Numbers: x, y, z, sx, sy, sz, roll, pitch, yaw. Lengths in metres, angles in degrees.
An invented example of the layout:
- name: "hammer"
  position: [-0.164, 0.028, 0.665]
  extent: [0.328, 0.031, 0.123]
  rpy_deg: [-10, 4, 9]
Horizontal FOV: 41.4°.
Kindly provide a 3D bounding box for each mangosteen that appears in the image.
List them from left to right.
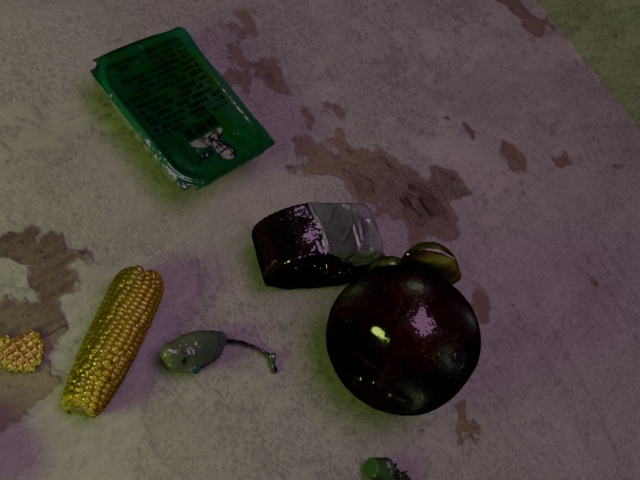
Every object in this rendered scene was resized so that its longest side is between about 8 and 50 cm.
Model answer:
- name: "mangosteen"
  position: [0.166, 0.179, 1.644]
  extent: [0.330, 0.330, 0.329]
  rpy_deg: [15, 58, -24]

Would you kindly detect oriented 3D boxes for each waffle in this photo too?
- name: "waffle"
  position: [-0.506, 0.186, 1.423]
  extent: [0.085, 0.016, 0.078]
  rpy_deg: [0, 64, -31]

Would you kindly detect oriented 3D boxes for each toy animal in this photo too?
- name: "toy animal"
  position: [-0.192, 0.207, 1.583]
  extent: [0.253, 0.070, 0.079]
  rpy_deg: [6, 96, -42]

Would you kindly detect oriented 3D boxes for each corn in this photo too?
- name: "corn"
  position: [-0.354, 0.160, 1.475]
  extent: [0.102, 0.101, 0.310]
  rpy_deg: [30, 52, -15]

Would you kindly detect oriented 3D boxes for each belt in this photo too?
- name: "belt"
  position: [0.000, 0.000, 1.733]
  extent: [0.289, 0.184, 0.164]
  rpy_deg: [0, 60, -37]

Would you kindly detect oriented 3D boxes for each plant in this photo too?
- name: "plant"
  position: [0.133, 0.449, 1.650]
  extent: [0.102, 0.051, 0.051]
  rpy_deg: [23, 54, -35]

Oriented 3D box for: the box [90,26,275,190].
- name: "box"
  position: [-0.296, -0.254, 1.738]
  extent: [0.264, 0.106, 0.336]
  rpy_deg: [-35, 86, -39]
